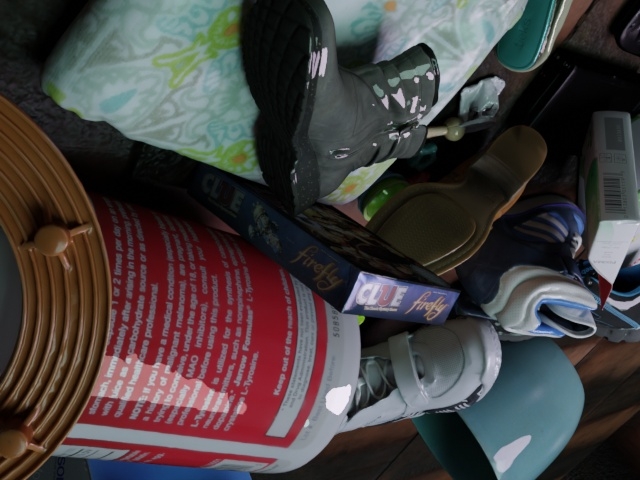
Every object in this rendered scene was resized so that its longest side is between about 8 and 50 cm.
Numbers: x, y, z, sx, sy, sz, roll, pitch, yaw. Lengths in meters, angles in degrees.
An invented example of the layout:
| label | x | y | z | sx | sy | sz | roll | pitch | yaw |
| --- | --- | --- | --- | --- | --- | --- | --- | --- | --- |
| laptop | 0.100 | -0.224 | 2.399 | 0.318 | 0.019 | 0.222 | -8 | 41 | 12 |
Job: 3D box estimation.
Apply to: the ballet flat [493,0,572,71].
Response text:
| label | x | y | z | sx | sy | sz | roll | pitch | yaw |
| --- | --- | --- | --- | --- | --- | --- | --- | --- | --- |
| ballet flat | 0.238 | -0.286 | 0.778 | 0.086 | 0.086 | 0.248 | -16 | 145 | -27 |

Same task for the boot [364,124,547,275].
| label | x | y | z | sx | sy | sz | roll | pitch | yaw |
| --- | --- | --- | --- | --- | --- | --- | --- | --- | --- |
| boot | 0.141 | -0.017 | 0.966 | 0.283 | 0.109 | 0.220 | -44 | 173 | -18 |

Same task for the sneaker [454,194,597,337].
| label | x | y | z | sx | sy | sz | roll | pitch | yaw |
| --- | --- | --- | --- | --- | --- | --- | --- | --- | --- |
| sneaker | 0.340 | 0.054 | 1.155 | 0.323 | 0.236 | 0.130 | -3 | 137 | -39 |

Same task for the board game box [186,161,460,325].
| label | x | y | z | sx | sy | sz | roll | pitch | yaw |
| --- | --- | --- | --- | --- | --- | --- | --- | --- | --- |
| board game box | 0.000 | 0.000 | 0.772 | 0.165 | 0.243 | 0.042 | 12 | 108 | -50 |

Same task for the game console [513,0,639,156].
| label | x | y | z | sx | sy | sz | roll | pitch | yaw |
| --- | --- | --- | --- | --- | --- | --- | --- | --- | --- |
| game console | 0.398 | -0.256 | 0.980 | 0.213 | 0.044 | 0.361 | -1 | 135 | -42 |

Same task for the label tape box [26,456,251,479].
| label | x | y | z | sx | sy | sz | roll | pitch | yaw |
| --- | --- | --- | --- | --- | --- | --- | --- | --- | --- |
| label tape box | -0.222 | 0.255 | 0.881 | 0.348 | 0.115 | 0.249 | -12 | 159 | 31 |

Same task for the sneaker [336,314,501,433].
| label | x | y | z | sx | sy | sz | roll | pitch | yaw |
| --- | --- | --- | --- | --- | --- | --- | --- | --- | --- |
| sneaker | 0.090 | 0.215 | 1.175 | 0.210 | 0.137 | 0.366 | -1 | 158 | -38 |

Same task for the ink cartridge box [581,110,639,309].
| label | x | y | z | sx | sy | sz | roll | pitch | yaw |
| --- | --- | --- | --- | --- | --- | --- | --- | --- | --- |
| ink cartridge box | 0.378 | -0.035 | 1.061 | 0.056 | 0.181 | 0.224 | 5 | 147 | 7 |

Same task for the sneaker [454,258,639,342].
| label | x | y | z | sx | sy | sz | roll | pitch | yaw |
| --- | --- | --- | --- | --- | --- | --- | --- | --- | --- |
| sneaker | 0.392 | 0.083 | 1.286 | 0.341 | 0.125 | 0.139 | 0 | 134 | -2 |

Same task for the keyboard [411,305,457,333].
| label | x | y | z | sx | sy | sz | roll | pitch | yaw |
| --- | --- | --- | --- | --- | --- | --- | --- | --- | --- |
| keyboard | 0.186 | 0.182 | 1.391 | 0.180 | 0.023 | 0.108 | -41 | 147 | 9 |

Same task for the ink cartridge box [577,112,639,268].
| label | x | y | z | sx | sy | sz | roll | pitch | yaw |
| --- | --- | --- | --- | --- | --- | --- | --- | --- | --- |
| ink cartridge box | 0.530 | -0.084 | 1.258 | 0.201 | 0.117 | 0.278 | -32 | 148 | -3 |

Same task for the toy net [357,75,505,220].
| label | x | y | z | sx | sy | sz | roll | pitch | yaw |
| --- | --- | --- | --- | --- | --- | --- | --- | --- | --- |
| toy net | 0.145 | -0.103 | 0.954 | 0.232 | 0.045 | 0.122 | -39 | 148 | 8 |

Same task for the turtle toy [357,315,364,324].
| label | x | y | z | sx | sy | sz | roll | pitch | yaw |
| --- | --- | --- | --- | --- | --- | --- | --- | --- | --- |
| turtle toy | 0.018 | 0.099 | 1.087 | 0.130 | 0.066 | 0.095 | -9 | 140 | -35 |

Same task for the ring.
| label | x | y | z | sx | sy | sz | roll | pitch | yaw |
| --- | --- | --- | --- | --- | --- | --- | --- | --- | --- |
| ring | -0.305 | 0.040 | 0.491 | 0.337 | 0.032 | 0.336 | -2 | 100 | -11 |

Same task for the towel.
| label | x | y | z | sx | sy | sz | roll | pitch | yaw |
| --- | --- | --- | --- | --- | --- | --- | --- | --- | --- |
| towel | 0.002 | -0.185 | 0.675 | 0.320 | 0.090 | 0.374 | -47 | 146 | 19 |

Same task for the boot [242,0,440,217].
| label | x | y | z | sx | sy | sz | roll | pitch | yaw |
| --- | --- | --- | --- | --- | --- | --- | --- | --- | --- |
| boot | 0.027 | -0.130 | 0.638 | 0.161 | 0.083 | 0.246 | -29 | 155 | -17 |

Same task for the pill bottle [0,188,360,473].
| label | x | y | z | sx | sy | sz | roll | pitch | yaw |
| --- | --- | --- | --- | --- | --- | --- | --- | --- | --- |
| pill bottle | -0.180 | 0.081 | 0.702 | 0.408 | 0.229 | 0.229 | 18 | 122 | -37 |

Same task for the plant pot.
| label | x | y | z | sx | sy | sz | roll | pitch | yaw |
| --- | --- | --- | --- | --- | --- | --- | --- | --- | --- |
| plant pot | 0.310 | 0.280 | 1.359 | 0.235 | 0.293 | 0.293 | -31 | 148 | -16 |
